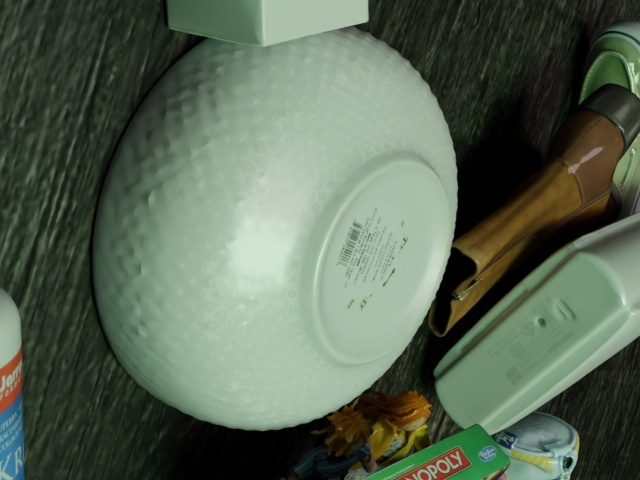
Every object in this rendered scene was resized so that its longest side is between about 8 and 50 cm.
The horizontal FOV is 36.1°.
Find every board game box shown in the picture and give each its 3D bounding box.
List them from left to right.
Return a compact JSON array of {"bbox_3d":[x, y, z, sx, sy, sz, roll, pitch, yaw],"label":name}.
[{"bbox_3d":[0.010,0.293,0.825,0.214,0.046,0.317,-15,144,-38],"label":"board game box"}]

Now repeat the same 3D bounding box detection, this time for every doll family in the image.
[{"bbox_3d":[0.024,0.209,0.900,0.263,0.118,0.163,-11,144,-42],"label":"doll family"}]

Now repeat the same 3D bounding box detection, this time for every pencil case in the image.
[{"bbox_3d":[0.245,0.343,1.208,0.114,0.124,0.273,-17,119,-44],"label":"pencil case"}]

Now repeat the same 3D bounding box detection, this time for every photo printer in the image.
[{"bbox_3d":[0.291,0.076,1.070,0.308,0.107,0.256,-17,153,-50],"label":"photo printer"}]

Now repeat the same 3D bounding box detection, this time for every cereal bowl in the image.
[{"bbox_3d":[0.000,0.000,0.771,0.339,0.141,0.338,-24,124,-41],"label":"cereal bowl"}]

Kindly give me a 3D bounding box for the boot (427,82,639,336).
[{"bbox_3d":[0.216,0.007,1.015,0.280,0.096,0.264,-45,164,-24],"label":"boot"}]

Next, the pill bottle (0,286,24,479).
[{"bbox_3d":[-0.232,0.089,0.557,0.124,0.124,0.221,-15,118,-44],"label":"pill bottle"}]

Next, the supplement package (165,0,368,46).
[{"bbox_3d":[-0.039,-0.230,0.653,0.105,0.105,0.179,-24,122,-42],"label":"supplement package"}]

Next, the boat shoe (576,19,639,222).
[{"bbox_3d":[0.334,-0.100,1.132,0.094,0.109,0.302,-32,131,-34],"label":"boat shoe"}]
